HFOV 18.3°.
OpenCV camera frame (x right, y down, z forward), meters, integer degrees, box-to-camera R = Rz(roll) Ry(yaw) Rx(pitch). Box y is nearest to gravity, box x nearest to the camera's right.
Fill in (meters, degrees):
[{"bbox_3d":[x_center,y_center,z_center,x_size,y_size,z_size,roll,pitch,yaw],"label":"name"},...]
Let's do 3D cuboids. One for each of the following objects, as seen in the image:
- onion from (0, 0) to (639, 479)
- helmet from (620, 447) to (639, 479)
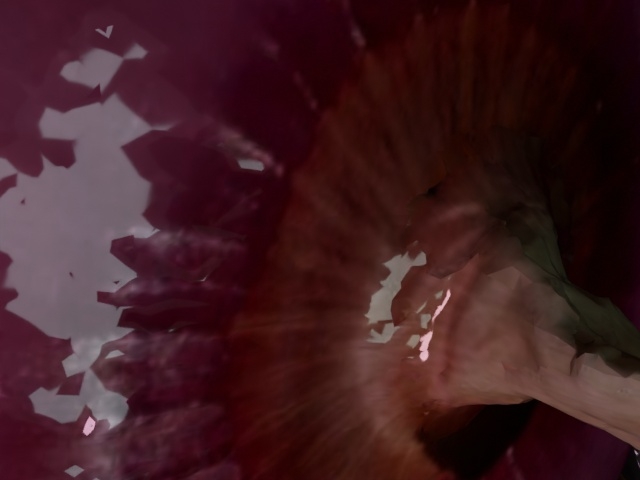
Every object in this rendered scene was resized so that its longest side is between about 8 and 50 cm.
[{"bbox_3d":[-0.019,-0.016,0.534,0.358,0.345,0.358,11,90,-75],"label":"onion"},{"bbox_3d":[0.183,0.021,0.833,0.198,0.130,0.224,-21,137,-24],"label":"helmet"}]
